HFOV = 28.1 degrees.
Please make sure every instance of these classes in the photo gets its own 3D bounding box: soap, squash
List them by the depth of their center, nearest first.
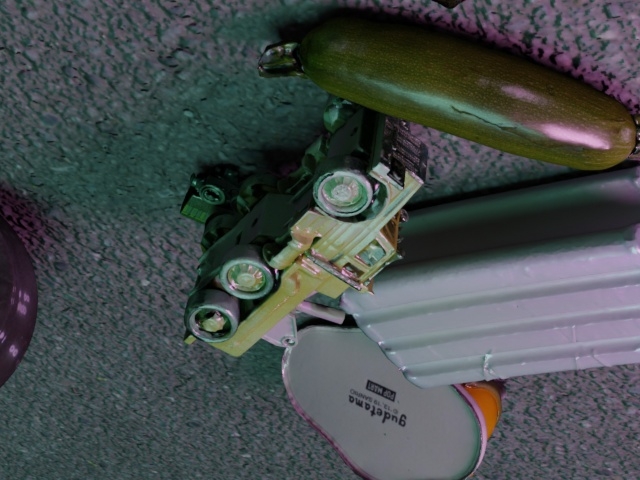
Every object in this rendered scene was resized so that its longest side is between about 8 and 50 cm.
[{"bbox_3d":[0.110,-0.108,0.951,0.318,0.071,0.080,14,148,0],"label":"squash"},{"bbox_3d":[0.174,0.039,1.125,0.289,0.095,0.173,-11,138,32],"label":"soap"}]

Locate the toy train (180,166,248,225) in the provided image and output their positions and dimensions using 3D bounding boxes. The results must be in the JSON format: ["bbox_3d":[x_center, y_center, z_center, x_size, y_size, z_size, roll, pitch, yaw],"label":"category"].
[{"bbox_3d":[-0.056,-0.022,1.170,0.148,0.038,0.071,24,145,-14],"label":"toy train"}]

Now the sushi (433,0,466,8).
[{"bbox_3d":[0.096,-0.210,0.793,0.078,0.090,0.150,34,144,-21],"label":"sushi"}]

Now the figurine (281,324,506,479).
[{"bbox_3d":[0.096,0.156,1.350,0.250,0.141,0.167,32,118,28],"label":"figurine"}]

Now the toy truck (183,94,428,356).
[{"bbox_3d":[-0.001,-0.003,1.057,0.135,0.128,0.259,30,128,-17],"label":"toy truck"}]

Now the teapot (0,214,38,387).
[{"bbox_3d":[-0.446,0.089,1.320,0.300,0.253,0.344,48,151,9],"label":"teapot"}]
